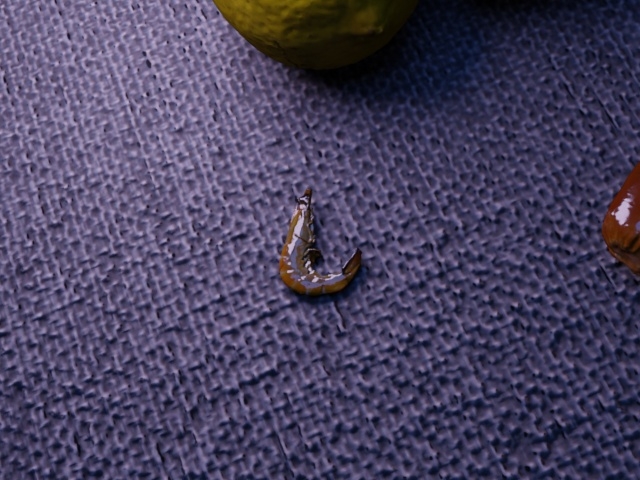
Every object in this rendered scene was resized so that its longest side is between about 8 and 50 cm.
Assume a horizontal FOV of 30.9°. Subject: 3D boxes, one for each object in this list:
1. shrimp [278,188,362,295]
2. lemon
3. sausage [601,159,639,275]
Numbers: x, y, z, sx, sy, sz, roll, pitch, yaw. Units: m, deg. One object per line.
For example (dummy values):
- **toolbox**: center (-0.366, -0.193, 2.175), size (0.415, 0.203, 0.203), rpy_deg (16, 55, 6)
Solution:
- **shrimp**: center (0.000, 0.000, 1.249), size (0.091, 0.025, 0.127), rpy_deg (-4, 68, 8)
- **lemon**: center (-0.011, -0.320, 1.289), size (0.267, 0.267, 0.267), rpy_deg (-4, 63, 8)
- **sausage**: center (0.386, -0.092, 1.193), size (0.089, 0.083, 0.300), rpy_deg (22, 68, 33)
